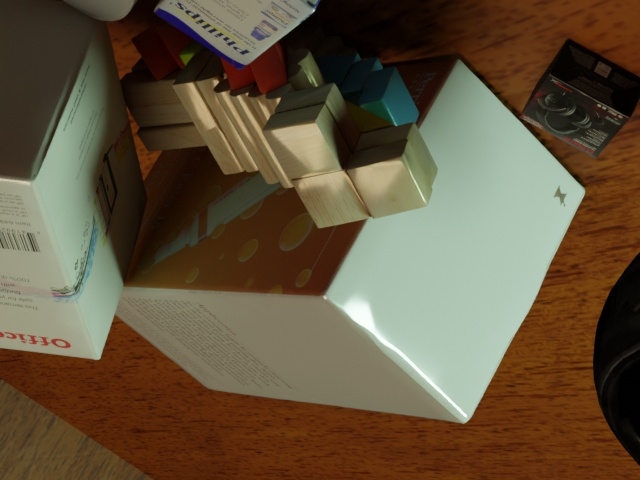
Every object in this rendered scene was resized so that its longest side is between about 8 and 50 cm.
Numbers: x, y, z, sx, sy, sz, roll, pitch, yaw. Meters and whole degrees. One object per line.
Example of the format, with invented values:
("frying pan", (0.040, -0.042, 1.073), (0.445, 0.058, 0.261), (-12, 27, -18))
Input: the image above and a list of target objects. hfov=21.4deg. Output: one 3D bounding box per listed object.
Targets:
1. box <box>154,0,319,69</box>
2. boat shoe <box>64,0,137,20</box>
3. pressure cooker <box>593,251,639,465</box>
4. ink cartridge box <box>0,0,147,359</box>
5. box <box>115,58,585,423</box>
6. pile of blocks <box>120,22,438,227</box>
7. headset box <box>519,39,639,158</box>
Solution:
("box", (-0.029, -0.191, 1.061), (0.072, 0.126, 0.137), (33, 160, -14))
("boat shoe", (-0.140, -0.261, 1.080), (0.113, 0.105, 0.306), (28, 154, 15))
("pressure cooker", (0.330, 0.068, 0.724), (0.420, 0.375, 0.370), (8, 120, 5))
("ink cartridge box", (-0.244, -0.047, 1.267), (0.171, 0.168, 0.232), (7, 145, 10))
("box", (0.000, 0.000, 1.344), (0.168, 0.215, 0.345), (42, 156, -30))
("pile of blocks", (-0.031, -0.121, 1.206), (0.362, 0.149, 0.112), (26, 150, 55))
("headset box", (0.177, -0.094, 1.151), (0.062, 0.032, 0.083), (29, 158, 0))
